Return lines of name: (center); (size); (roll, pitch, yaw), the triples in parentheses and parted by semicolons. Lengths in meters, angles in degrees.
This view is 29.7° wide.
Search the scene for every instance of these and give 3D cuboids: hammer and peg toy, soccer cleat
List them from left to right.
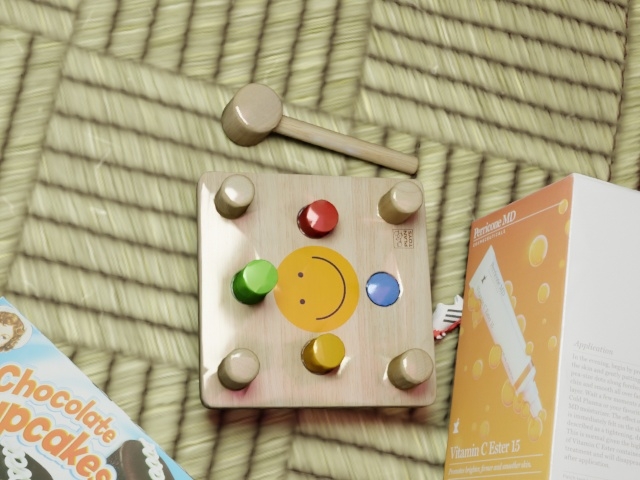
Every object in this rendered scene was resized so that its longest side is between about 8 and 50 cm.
hammer and peg toy: (0.000, 0.000, 1.298); (0.266, 0.127, 0.361); (2, 75, -14)
soccer cleat: (0.134, 0.091, 1.363); (0.083, 0.029, 0.036); (-28, 76, -23)

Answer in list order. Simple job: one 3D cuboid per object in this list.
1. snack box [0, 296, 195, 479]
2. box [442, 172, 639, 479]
snack box: (-0.269, 0.217, 1.145); (0.322, 0.060, 0.187); (38, 67, 24)
box: (0.263, 0.135, 1.273); (0.168, 0.215, 0.345); (15, 71, -19)
